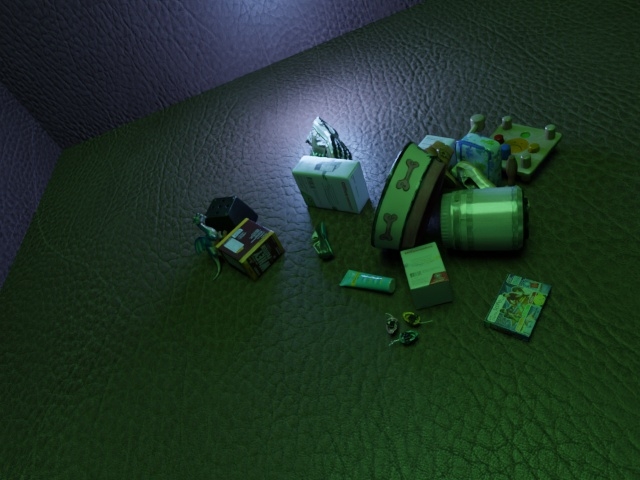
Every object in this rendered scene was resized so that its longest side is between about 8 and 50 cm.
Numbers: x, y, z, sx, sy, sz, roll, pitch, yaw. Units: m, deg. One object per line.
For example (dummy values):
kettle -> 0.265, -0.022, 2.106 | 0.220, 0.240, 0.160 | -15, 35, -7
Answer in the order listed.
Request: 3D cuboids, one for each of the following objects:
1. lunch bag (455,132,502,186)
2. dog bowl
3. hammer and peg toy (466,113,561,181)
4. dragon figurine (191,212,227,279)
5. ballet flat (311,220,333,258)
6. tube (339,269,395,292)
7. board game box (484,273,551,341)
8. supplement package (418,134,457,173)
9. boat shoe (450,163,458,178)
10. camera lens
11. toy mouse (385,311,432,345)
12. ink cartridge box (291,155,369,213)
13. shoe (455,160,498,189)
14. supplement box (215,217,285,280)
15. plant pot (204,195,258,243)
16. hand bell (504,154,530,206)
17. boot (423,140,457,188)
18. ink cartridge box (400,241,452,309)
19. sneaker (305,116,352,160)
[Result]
lunch bag -> 0.616, -0.302, 1.734 | 0.090, 0.218, 0.176 | -35, 44, -17
dog bowl -> 0.329, -0.140, 1.605 | 0.151, 0.407, 0.407 | 22, 59, 18
hammer and peg toy -> 0.752, -0.389, 1.824 | 0.362, 0.127, 0.266 | 28, 66, 40
dragon figurine -> -0.494, 0.020, 1.944 | 0.144, 0.288, 0.085 | 4, 10, 20
ballet flat -> 0.000, 0.000, 1.831 | 0.074, 0.074, 0.203 | -20, 46, 5
tube -> 0.174, 0.152, 1.631 | 0.207, 0.052, 0.080 | 6, 42, 36
board game box -> 0.620, 0.206, 1.386 | 0.136, 0.035, 0.201 | 19, 59, 36
supplement package -> 0.459, -0.314, 1.872 | 0.134, 0.139, 0.244 | 22, 61, 38
boat shoe -> 0.610, -0.322, 1.877 | 0.048, 0.056, 0.153 | 30, 67, 30
camera lens -> 0.572, -0.073, 1.537 | 0.275, 0.219, 0.219 | -1, 49, 23
toy mouse -> 0.268, 0.299, 1.456 | 0.161, 0.031, 0.143 | 18, 58, 36
ink cartridge box -> 0.048, -0.245, 1.940 | 0.290, 0.211, 0.121 | 12, 54, 31
shoe -> 0.583, -0.227, 1.675 | 0.058, 0.076, 0.219 | -28, 53, -12
supplement box -> -0.298, 0.036, 1.884 | 0.194, 0.129, 0.191 | 26, 63, 39
plant pot -> -0.428, -0.099, 2.043 | 0.188, 0.166, 0.188 | -3, 49, 22
hand bell -> 0.690, -0.210, 1.597 | 0.126, 0.242, 0.126 | -13, 46, 14
boot -> 0.486, -0.304, 1.734 | 0.197, 0.073, 0.152 | 42, 64, 10
ink cartridge box -> 0.362, 0.120, 1.513 | 0.128, 0.127, 0.176 | -16, 45, 11
sneaker -> 0.026, -0.447, 2.228 | 0.182, 0.158, 0.410 | -46, 40, 24
